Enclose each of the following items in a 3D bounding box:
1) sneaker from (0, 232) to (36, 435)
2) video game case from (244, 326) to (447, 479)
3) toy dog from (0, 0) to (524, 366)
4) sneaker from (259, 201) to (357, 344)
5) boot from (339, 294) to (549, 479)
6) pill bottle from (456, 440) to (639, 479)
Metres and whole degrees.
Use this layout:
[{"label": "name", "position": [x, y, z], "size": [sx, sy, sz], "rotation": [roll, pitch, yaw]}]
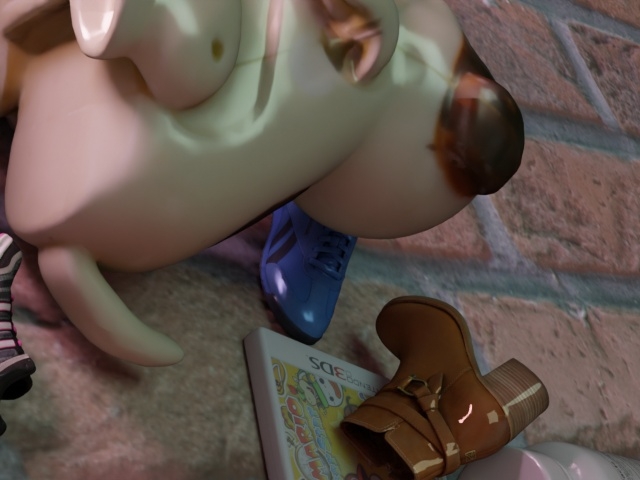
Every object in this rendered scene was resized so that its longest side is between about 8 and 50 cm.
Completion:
[{"label": "sneaker", "position": [-0.221, 0.070, 1.074], "size": [0.075, 0.063, 0.170], "rotation": [37, 37, -24]}, {"label": "video game case", "position": [0.035, 0.194, 1.332], "size": [0.206, 0.026, 0.227], "rotation": [25, 39, -39]}, {"label": "toy dog", "position": [-0.032, -0.111, 1.264], "size": [0.408, 0.284, 0.395], "rotation": [2, 70, -37]}, {"label": "sneaker", "position": [0.000, 0.000, 1.442], "size": [0.069, 0.082, 0.209], "rotation": [39, 33, -26]}, {"label": "boot", "position": [0.073, 0.123, 1.363], "size": [0.152, 0.073, 0.197], "rotation": [-28, 36, -29]}, {"label": "pill bottle", "position": [0.215, 0.242, 1.411], "size": [0.229, 0.131, 0.131], "rotation": [20, 42, -50]}]
